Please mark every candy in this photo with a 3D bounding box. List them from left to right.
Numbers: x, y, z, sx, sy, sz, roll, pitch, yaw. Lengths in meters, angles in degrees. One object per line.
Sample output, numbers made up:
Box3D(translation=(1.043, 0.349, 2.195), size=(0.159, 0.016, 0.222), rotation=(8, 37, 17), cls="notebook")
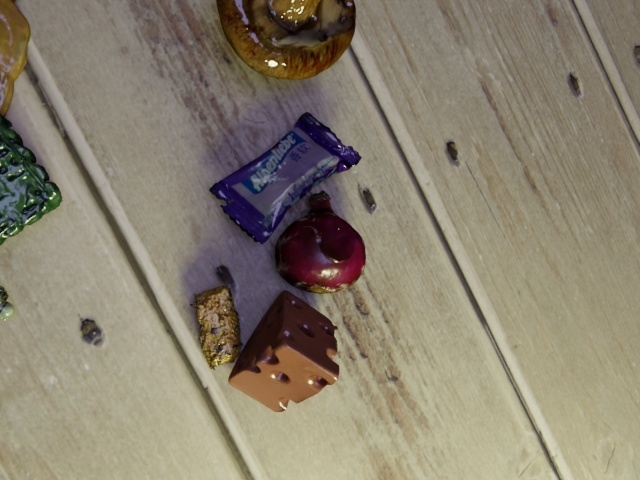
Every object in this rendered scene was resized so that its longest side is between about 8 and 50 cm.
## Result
Box3D(translation=(-0.063, -0.122, 1.215), size=(0.275, 0.070, 0.145), rotation=(-42, 80, -19), cls="candy")

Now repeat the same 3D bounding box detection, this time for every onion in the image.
Box3D(translation=(0.006, -0.001, 1.203), size=(0.173, 0.135, 0.198), rotation=(1, 83, -23), cls="onion")

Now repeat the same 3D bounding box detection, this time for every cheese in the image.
Box3D(translation=(-0.066, 0.221, 1.156), size=(0.128, 0.203, 0.177), rotation=(34, 106, -15), cls="cheese")

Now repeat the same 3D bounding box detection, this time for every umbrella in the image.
Box3D(translation=(-0.554, 0.082, 1.034), size=(0.144, 0.062, 0.067), rotation=(33, 80, -11), cls="umbrella")

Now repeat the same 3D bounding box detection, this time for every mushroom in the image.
Box3D(translation=(-0.054, -0.428, 1.185), size=(0.263, 0.195, 0.283), rotation=(41, 90, -20), cls="mushroom")

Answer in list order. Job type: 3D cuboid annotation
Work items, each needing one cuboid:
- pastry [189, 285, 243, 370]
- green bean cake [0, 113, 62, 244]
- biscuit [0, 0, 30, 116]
Box3D(translation=(-0.181, 0.154, 1.164), size=(0.080, 0.056, 0.140), rotation=(-17, 93, -9), cls="pastry")
Box3D(translation=(-0.539, -0.082, 1.021), size=(0.208, 0.107, 0.193), rotation=(-39, 110, -14), cls="green bean cake")
Box3D(translation=(-0.622, -0.329, 1.053), size=(0.270, 0.051, 0.375), rotation=(15, 81, -16), cls="biscuit")
